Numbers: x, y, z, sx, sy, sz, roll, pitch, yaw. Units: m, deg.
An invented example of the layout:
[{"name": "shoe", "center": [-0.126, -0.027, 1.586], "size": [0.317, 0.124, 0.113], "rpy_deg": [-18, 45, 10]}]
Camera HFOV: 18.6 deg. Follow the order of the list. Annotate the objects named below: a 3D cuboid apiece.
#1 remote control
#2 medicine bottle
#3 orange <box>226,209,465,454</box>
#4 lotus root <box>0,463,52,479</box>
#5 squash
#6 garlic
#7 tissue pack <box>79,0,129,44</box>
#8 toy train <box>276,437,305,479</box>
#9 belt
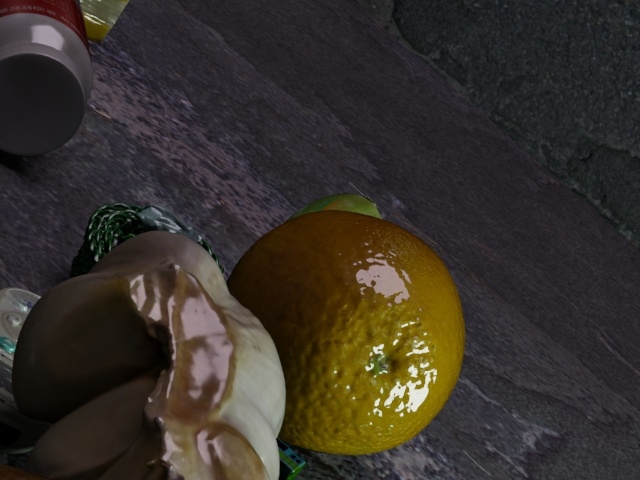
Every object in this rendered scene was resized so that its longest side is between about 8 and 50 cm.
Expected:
[{"name": "remote control", "center": [-0.228, 0.096, 1.457], "size": [0.078, 0.042, 0.221], "rpy_deg": [35, 18, -11]}, {"name": "medicine bottle", "center": [-0.292, -0.182, 1.918], "size": [0.131, 0.131, 0.250], "rpy_deg": [30, 18, -23]}, {"name": "orange", "center": [0.017, 0.080, 1.697], "size": [0.236, 0.236, 0.236], "rpy_deg": [34, 17, -12]}, {"name": "lotus root", "center": [-0.175, 0.209, 1.111], "size": [0.260, 0.128, 0.145], "rpy_deg": [39, 28, 13]}, {"name": "squash", "center": [0.000, 0.000, 2.101], "size": [0.095, 0.095, 0.188], "rpy_deg": [40, 17, 11]}, {"name": "garlic", "center": [-0.115, 0.131, 1.311], "size": [0.184, 0.203, 0.281], "rpy_deg": [18, 47, -44]}, {"name": "tissue pack", "center": [-0.385, -0.431, 2.231], "size": [0.382, 0.228, 0.293], "rpy_deg": [25, 18, -39]}, {"name": "toy train", "center": [-0.105, 0.132, 1.604], "size": [0.209, 0.044, 0.042], "rpy_deg": [41, 17, 10]}, {"name": "belt", "center": [-0.154, 0.036, 1.685], "size": [0.121, 0.079, 0.151], "rpy_deg": [-1, 39, -31]}]
